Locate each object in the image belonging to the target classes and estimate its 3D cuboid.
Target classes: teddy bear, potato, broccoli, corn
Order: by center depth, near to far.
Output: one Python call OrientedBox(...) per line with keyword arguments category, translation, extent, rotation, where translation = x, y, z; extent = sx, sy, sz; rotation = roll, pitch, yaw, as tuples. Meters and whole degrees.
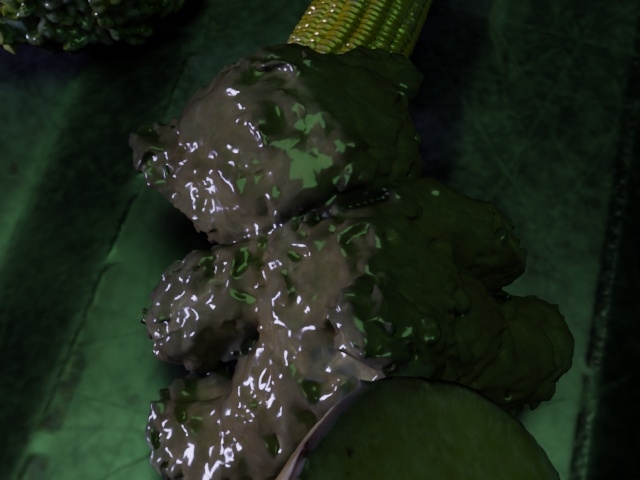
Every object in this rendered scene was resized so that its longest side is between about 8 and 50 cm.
OrientedBox(category="potato", translation=(0.038, 0.223, 0.526), extent=(0.239, 0.116, 0.299), rotation=(11, 69, -32))
OrientedBox(category="teddy bear", translation=(0.000, 0.000, 0.632), extent=(0.267, 0.156, 0.256), rotation=(-17, 64, -12))
OrientedBox(category="broccoli", translation=(-0.195, -0.273, 0.737), extent=(0.242, 0.180, 0.273), rotation=(-38, 72, -20))
OrientedBox(category="corn", translation=(0.032, -0.162, 0.768), extent=(0.085, 0.063, 0.165), rotation=(7, 58, 26))
